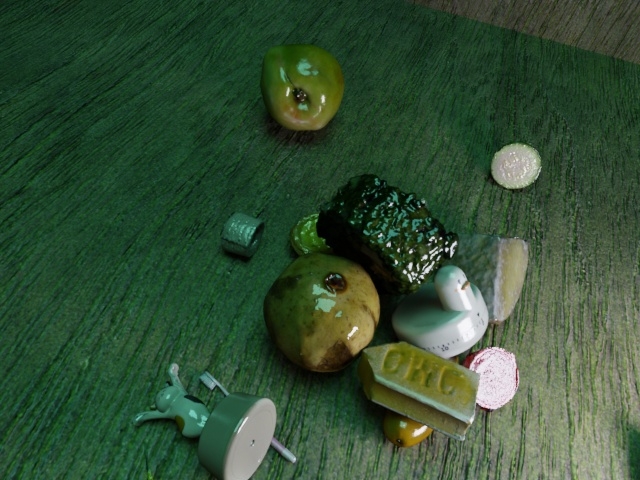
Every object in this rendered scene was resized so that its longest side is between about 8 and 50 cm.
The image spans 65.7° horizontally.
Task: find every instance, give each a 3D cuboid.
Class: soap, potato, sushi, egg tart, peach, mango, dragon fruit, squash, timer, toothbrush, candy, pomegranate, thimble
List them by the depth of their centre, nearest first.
[{"bbox_3d":[-0.342,0.457,0.984,0.035,0.035,0.123,-3,39,-27],"label":"candy"},{"bbox_3d":[-0.247,0.365,1.020,0.266,0.175,0.175,15,45,24],"label":"timer"},{"bbox_3d":[0.206,0.309,1.083,0.257,0.080,0.160,21,30,12],"label":"soap"},{"bbox_3d":[-0.164,0.385,1.085,0.286,0.020,0.025,36,60,21],"label":"toothbrush"},{"bbox_3d":[0.212,0.390,1.112,0.102,0.085,0.184,37,42,24],"label":"mango"},{"bbox_3d":[0.001,0.168,1.151,0.281,0.281,0.281,5,48,-6],"label":"pomegranate"},{"bbox_3d":[0.391,0.328,1.205,0.153,0.111,0.153,1,88,-14],"label":"dragon fruit"},{"bbox_3d":[0.284,0.169,1.208,0.233,0.240,0.233,-24,17,8],"label":"timer"},{"bbox_3d":[0.136,-0.016,1.215,0.178,0.352,0.294,-45,99,-14],"label":"sushi"},{"bbox_3d":[-0.217,-0.017,1.382,0.090,0.102,0.115,20,40,9],"label":"thimble"},{"bbox_3d":[0.456,0.107,1.411,0.189,0.211,0.264,18,74,-46],"label":"potato"},{"bbox_3d":[0.000,0.000,1.427,0.191,0.074,0.191,5,49,-6],"label":"egg tart"},{"bbox_3d":[-0.058,-0.548,1.758,0.281,0.314,0.315,-11,18,20],"label":"peach"},{"bbox_3d":[0.693,-0.281,1.764,0.170,0.170,0.123,19,36,7],"label":"squash"}]

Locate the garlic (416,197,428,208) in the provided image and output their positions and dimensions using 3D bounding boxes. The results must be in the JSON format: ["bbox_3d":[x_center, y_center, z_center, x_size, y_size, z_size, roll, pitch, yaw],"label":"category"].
[{"bbox_3d":[0.305,-0.096,1.572,0.074,0.094,0.113,47,36,-23],"label":"garlic"}]
